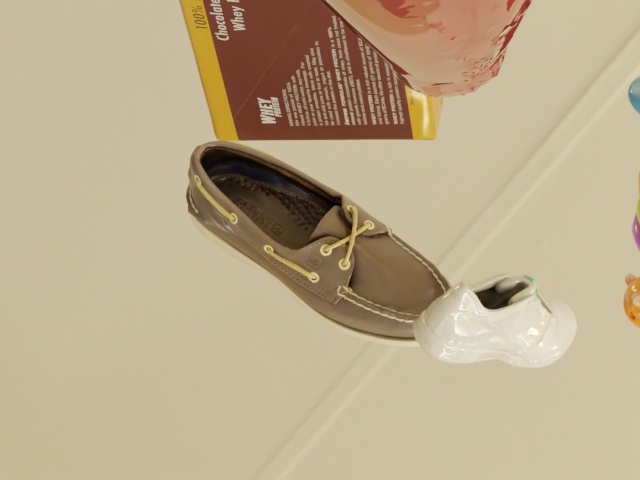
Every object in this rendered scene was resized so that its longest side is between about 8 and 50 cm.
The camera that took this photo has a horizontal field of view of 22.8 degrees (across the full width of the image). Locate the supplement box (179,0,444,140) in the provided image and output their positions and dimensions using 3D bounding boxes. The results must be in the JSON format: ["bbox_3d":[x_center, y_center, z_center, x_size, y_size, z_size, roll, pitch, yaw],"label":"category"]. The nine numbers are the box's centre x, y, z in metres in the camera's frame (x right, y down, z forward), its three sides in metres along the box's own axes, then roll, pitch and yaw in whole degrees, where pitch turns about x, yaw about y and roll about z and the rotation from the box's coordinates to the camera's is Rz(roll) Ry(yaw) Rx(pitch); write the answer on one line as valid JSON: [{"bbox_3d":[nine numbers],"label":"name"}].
[{"bbox_3d":[-0.001,-0.196,1.321,0.194,0.129,0.191,0,-47,14],"label":"supplement box"}]

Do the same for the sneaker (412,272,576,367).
[{"bbox_3d":[0.190,0.068,1.537,0.080,0.212,0.094,52,-54,31],"label":"sneaker"}]

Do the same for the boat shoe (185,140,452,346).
[{"bbox_3d":[0.000,0.000,1.631,0.324,0.117,0.097,31,-25,18],"label":"boat shoe"}]

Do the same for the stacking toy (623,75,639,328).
[{"bbox_3d":[0.337,-0.019,1.404,0.175,0.165,0.302,46,-36,25],"label":"stacking toy"}]

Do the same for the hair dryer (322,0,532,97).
[{"bbox_3d":[0.075,-0.128,0.349,0.080,0.223,0.293,61,-40,23],"label":"hair dryer"}]
